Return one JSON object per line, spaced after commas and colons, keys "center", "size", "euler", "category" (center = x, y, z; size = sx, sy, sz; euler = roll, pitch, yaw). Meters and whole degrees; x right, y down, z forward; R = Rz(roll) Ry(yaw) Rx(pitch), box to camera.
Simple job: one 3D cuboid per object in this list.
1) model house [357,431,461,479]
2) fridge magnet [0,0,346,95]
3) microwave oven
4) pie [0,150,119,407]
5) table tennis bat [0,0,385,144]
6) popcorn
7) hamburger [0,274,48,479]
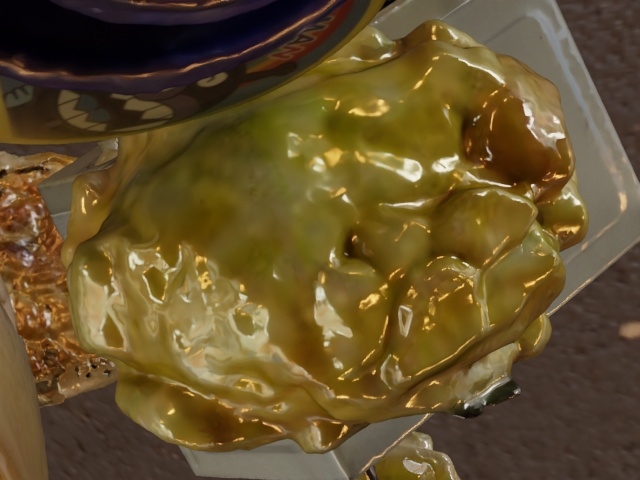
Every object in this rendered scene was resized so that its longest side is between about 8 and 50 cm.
{"center": [0.081, 0.293, 1.630], "size": [0.175, 0.193, 0.234], "euler": [10, 71, 18], "category": "model house"}
{"center": [-0.055, -0.173, 0.603], "size": [0.265, 0.113, 0.265], "euler": [-10, 113, -23], "category": "fridge magnet"}
{"center": [0.020, -0.023, 1.383], "size": [0.355, 0.218, 0.286], "euler": [-37, 108, -33], "category": "microwave oven"}
{"center": [-0.257, 0.025, 1.636], "size": [0.274, 0.055, 0.274], "euler": [9, 52, -11], "category": "pie"}
{"center": [-0.142, -0.083, 0.855], "size": [0.369, 0.224, 0.054], "euler": [-14, 73, -7], "category": "table tennis bat"}
{"center": [0.000, 0.000, 1.033], "size": [0.286, 0.252, 0.215], "euler": [-20, 103, -17], "category": "popcorn"}
{"center": [-0.221, 0.075, 0.546], "size": [0.300, 0.176, 0.300], "euler": [-10, 126, -14], "category": "hamburger"}
